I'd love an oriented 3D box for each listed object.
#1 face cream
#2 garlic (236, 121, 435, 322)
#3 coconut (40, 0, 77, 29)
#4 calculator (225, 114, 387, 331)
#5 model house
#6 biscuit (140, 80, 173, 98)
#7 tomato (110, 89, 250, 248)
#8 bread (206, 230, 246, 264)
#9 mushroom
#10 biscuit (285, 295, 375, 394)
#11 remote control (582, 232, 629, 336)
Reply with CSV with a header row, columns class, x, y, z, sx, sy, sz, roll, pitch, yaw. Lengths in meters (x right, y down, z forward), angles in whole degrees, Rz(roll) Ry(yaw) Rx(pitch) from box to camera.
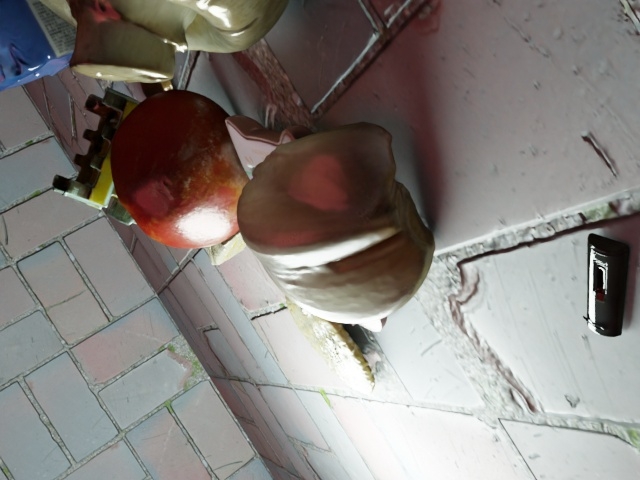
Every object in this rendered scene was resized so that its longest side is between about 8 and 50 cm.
class,x,y,z,sx,sy,sz,roll,pitch,yaw
face cream,-0.617,-0.434,1.221,0.249,0.249,0.225,11,132,60
garlic,0.000,0.000,0.639,0.228,0.110,0.217,-8,123,42
coconut,-0.309,-0.357,0.803,0.161,0.162,0.161,45,154,29
calculator,-0.008,-0.015,0.799,0.220,0.048,0.329,23,142,52
model house,-0.313,-0.126,1.043,0.215,0.198,0.224,25,174,-30
biscuit,-0.300,-0.298,1.041,0.184,0.027,0.133,47,156,28
tomato,-0.201,-0.089,0.861,0.233,0.200,0.139,61,-160,-15
bread,-0.152,0.004,1.075,0.105,0.077,0.152,41,155,33
mushroom,-0.120,-0.230,0.538,0.254,0.189,0.195,16,98,63
biscuit,0.012,0.159,0.978,0.220,0.033,0.220,47,162,21
remote control,0.210,0.037,0.455,0.034,0.016,0.091,26,143,44
